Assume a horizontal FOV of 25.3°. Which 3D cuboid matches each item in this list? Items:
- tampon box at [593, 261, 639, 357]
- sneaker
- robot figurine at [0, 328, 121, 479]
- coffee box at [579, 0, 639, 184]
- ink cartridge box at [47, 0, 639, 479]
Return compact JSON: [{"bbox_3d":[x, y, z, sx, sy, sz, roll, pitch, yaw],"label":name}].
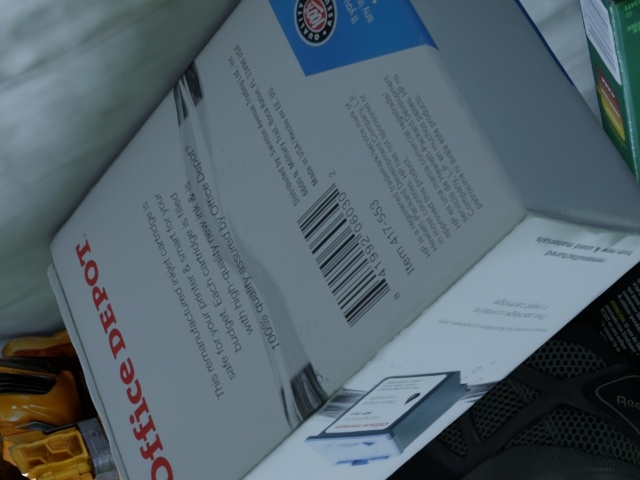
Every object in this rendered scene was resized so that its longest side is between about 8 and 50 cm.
[{"bbox_3d":[0.181,0.085,0.782,0.161,0.101,0.120,-42,145,26],"label":"tampon box"},{"bbox_3d":[0.075,0.090,0.738,0.087,0.130,0.227,29,151,-32],"label":"sneaker"},{"bbox_3d":[-0.093,0.132,0.678,0.211,0.085,0.291,-14,147,-19],"label":"robot figurine"},{"bbox_3d":[0.167,-0.080,0.584,0.113,0.040,0.184,-29,148,3],"label":"coffee box"},{"bbox_3d":[0.000,0.000,0.494,0.082,0.139,0.190,6,138,-43],"label":"ink cartridge box"}]
